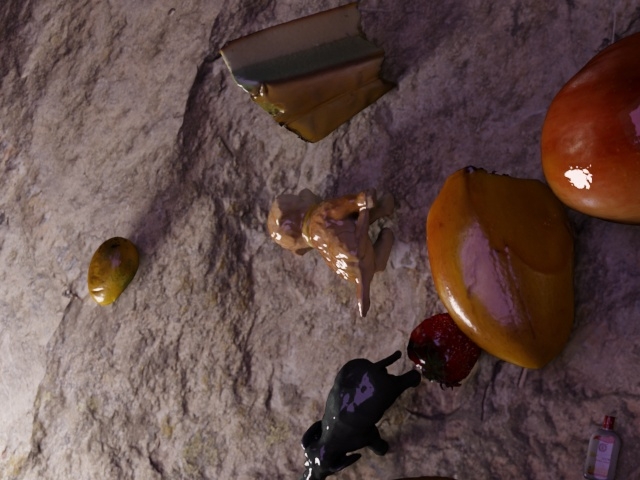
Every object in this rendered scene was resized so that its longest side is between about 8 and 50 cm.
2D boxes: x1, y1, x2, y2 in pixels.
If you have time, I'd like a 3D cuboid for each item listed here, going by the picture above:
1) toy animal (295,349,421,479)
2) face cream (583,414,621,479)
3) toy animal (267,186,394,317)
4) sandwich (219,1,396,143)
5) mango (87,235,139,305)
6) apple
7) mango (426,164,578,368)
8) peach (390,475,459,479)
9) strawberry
[{"bbox_3d":[0.034,0.260,1.666,0.082,0.137,0.269,35,101,27],"label":"toy animal"},{"bbox_3d":[0.355,0.261,1.558,0.040,0.021,0.083,8,81,29],"label":"face cream"},{"bbox_3d":[0.000,0.012,1.766,0.185,0.104,0.184,4,79,26],"label":"toy animal"},{"bbox_3d":[-0.007,-0.253,1.766,0.186,0.220,0.108,-36,62,17],"label":"sandwich"},{"bbox_3d":[-0.329,0.048,1.966,0.079,0.057,0.114,25,99,27],"label":"mango"},{"bbox_3d":[0.388,-0.136,1.512,0.241,0.242,0.242,-12,71,49],"label":"apple"},{"bbox_3d":[0.234,0.045,1.598,0.187,0.138,0.257,1,64,-7],"label":"mango"},{"bbox_3d":[0.137,0.396,1.544,0.214,0.214,0.235,-50,54,9],"label":"peach"},{"bbox_3d":[0.169,0.139,1.652,0.106,0.106,0.106,-7,75,27],"label":"strawberry"}]
